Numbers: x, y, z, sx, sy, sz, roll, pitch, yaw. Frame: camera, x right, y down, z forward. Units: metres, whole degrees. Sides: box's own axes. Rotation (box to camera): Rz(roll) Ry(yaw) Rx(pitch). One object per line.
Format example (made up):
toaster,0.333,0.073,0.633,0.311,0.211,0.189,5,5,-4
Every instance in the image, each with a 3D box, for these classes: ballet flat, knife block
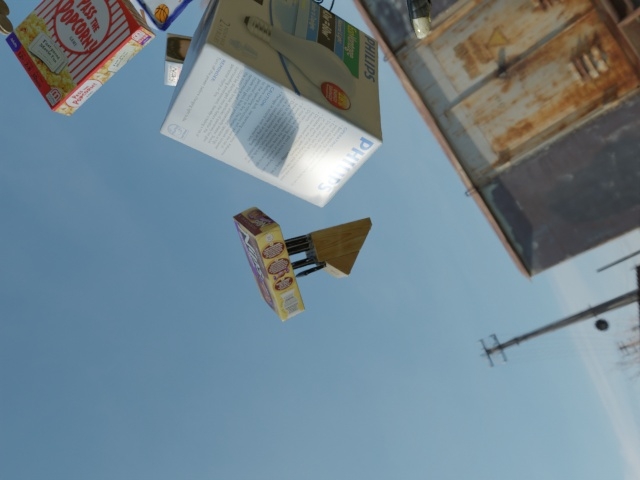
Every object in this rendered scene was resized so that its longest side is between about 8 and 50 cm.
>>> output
ballet flat,0.124,-0.333,0.656,0.057,0.049,0.173,-61,-31,-68
knife block,0.000,0.000,1.688,0.242,0.088,0.275,32,-109,-16

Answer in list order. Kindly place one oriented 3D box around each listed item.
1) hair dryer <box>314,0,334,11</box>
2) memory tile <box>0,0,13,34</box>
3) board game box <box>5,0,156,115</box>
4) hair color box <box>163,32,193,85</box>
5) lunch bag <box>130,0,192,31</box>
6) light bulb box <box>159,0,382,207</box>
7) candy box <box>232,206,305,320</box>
hair dryer,-0.079,-0.786,1.580,0.293,0.224,0.080,86,168,-47
memory tile,-0.604,-0.448,0.975,0.113,0.012,0.148,8,-117,-75
board game box,-0.372,-0.313,0.850,0.146,0.193,0.045,54,-168,8
hair color box,-0.419,-0.687,2.168,0.375,0.113,0.185,3,-128,-17
lunch bag,-0.574,-0.793,1.507,0.328,0.239,0.385,26,163,36
light bulb box,-0.082,-0.319,1.114,0.361,0.225,0.357,23,-134,-23
candy box,-0.093,0.042,1.002,0.109,0.053,0.186,37,149,54
